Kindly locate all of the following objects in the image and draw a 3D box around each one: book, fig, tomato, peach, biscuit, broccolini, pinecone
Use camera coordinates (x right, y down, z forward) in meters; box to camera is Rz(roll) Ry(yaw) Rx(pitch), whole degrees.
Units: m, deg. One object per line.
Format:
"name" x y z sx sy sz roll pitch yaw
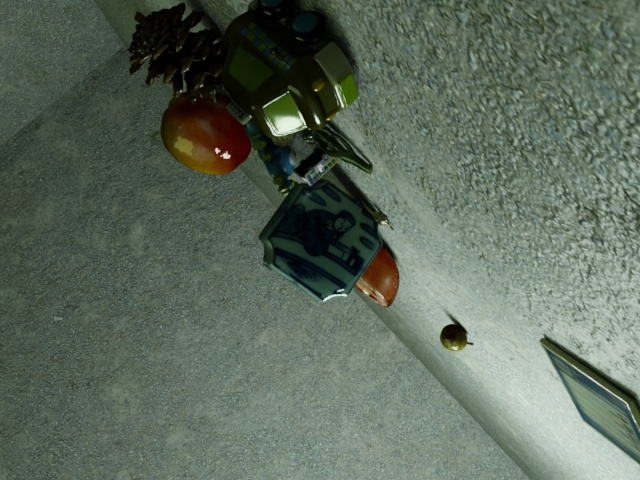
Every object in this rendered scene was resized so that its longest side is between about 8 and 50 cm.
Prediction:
"book" 0.571 0.343 1.325 0.322 0.018 0.228 52 174 -34
"fig" 0.399 0.290 1.947 0.084 0.082 0.098 -3 157 36
"tomato" 0.130 0.059 2.024 0.338 0.143 0.338 42 174 5
"peach" -0.399 -0.381 2.354 0.332 0.307 0.308 32 174 -1
"biscuit" -0.096 -0.294 1.718 0.070 0.082 0.168 12 178 -6
"broccolini" 0.028 -0.206 1.466 0.202 0.068 0.091 44 153 26
"pinecone" -0.353 -0.474 1.696 0.309 0.244 0.244 36 180 -29

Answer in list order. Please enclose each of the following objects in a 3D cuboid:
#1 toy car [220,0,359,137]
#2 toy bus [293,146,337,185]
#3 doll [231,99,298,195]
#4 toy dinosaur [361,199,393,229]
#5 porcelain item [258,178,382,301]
"toy car" -0.078 -0.280 1.119 0.248 0.198 0.204 46 174 27
"toy bus" -0.013 -0.189 1.672 0.052 0.102 0.058 43 174 41
"doll" -0.143 -0.285 1.886 0.346 0.099 0.341 64 -175 16
"toy dinosaur" 0.145 -0.064 1.692 0.113 0.026 0.041 40 -170 0
"porcelain item" 0.000 0.000 1.757 0.281 0.286 0.157 37 175 -13
